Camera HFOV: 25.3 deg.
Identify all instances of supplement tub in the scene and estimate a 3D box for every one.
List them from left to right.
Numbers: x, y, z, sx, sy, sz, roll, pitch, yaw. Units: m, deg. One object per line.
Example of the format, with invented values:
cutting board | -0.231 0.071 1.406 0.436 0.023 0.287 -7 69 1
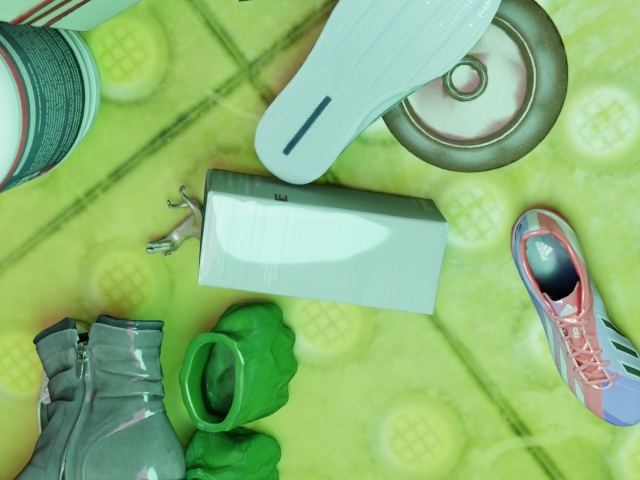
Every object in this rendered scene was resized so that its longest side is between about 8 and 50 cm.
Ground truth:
supplement tub | -0.341 -0.139 1.410 0.191 0.272 0.191 3 102 12

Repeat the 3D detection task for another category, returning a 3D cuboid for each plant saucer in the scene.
plant saucer | 0.147 -0.163 1.427 0.199 0.036 0.198 2 101 11

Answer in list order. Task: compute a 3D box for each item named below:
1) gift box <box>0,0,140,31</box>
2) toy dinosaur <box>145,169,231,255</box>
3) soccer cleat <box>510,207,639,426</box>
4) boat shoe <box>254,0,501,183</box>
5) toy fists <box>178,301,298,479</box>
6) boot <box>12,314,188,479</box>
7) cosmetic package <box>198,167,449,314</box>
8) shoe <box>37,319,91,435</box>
gift box | -0.189 -0.323 1.248 0.258 0.255 0.276 -26 88 24
toy dinosaur | -0.095 -0.024 1.509 0.183 0.053 0.092 -4 117 9
soccer cleat | 0.256 0.083 1.425 0.083 0.095 0.248 -23 96 15
boat shoe | 0.055 -0.189 1.355 0.121 0.119 0.335 43 128 -9
toy fists | -0.095 0.199 1.503 0.096 0.142 0.279 15 105 26
boot | -0.272 0.205 1.502 0.338 0.118 0.222 -18 78 30
cosmetic package | 0.000 0.000 1.419 0.238 0.127 0.107 5 103 -6
shoe | -0.272 0.197 1.579 0.077 0.058 0.219 3 103 11
